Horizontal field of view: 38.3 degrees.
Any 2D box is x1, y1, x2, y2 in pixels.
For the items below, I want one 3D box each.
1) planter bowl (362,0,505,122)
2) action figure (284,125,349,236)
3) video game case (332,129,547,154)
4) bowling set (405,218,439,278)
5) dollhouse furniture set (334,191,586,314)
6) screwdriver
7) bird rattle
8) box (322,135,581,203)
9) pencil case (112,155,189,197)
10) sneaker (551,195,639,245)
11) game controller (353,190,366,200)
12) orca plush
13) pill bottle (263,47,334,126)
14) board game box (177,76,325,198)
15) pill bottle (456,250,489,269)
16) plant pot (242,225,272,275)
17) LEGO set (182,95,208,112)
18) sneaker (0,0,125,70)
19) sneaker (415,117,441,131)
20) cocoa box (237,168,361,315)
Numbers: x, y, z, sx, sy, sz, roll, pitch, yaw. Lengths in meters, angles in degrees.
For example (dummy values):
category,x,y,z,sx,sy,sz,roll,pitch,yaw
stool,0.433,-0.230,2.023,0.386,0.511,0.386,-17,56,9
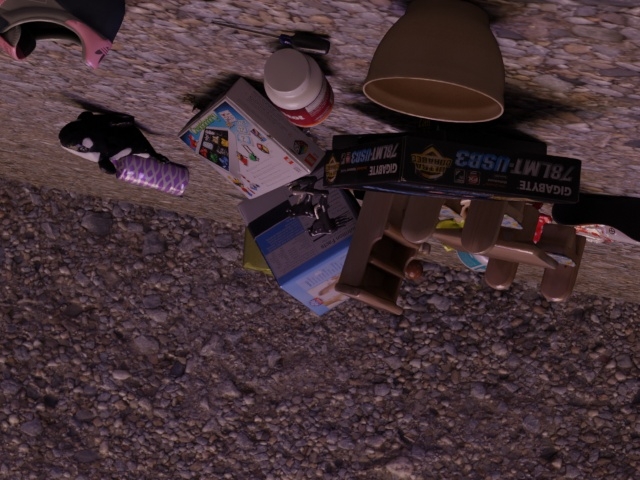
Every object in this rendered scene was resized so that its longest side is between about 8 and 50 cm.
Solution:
category,x,y,z,sx,sy,sz,roll,pitch,yaw
planter bowl,0.138,-0.210,1.055,0.162,0.109,0.162,11,174,1
action figure,-0.029,-0.149,1.808,0.164,0.141,0.276,43,160,48
video game case,0.202,-0.157,1.565,0.275,0.035,0.248,2,-178,-43
bowling set,0.211,-0.007,2.465,0.154,0.200,0.287,10,170,18
dollhouse furniture set,0.259,0.035,1.830,0.394,0.256,0.362,12,171,39
screwdriver,-0.068,-0.278,1.248,0.170,0.024,0.025,16,-156,13
bird rattle,0.382,-0.054,2.049,0.253,0.143,0.207,6,156,20
box,0.190,-0.102,1.409,0.295,0.073,0.293,5,179,-22
pencil case,-0.459,-0.185,2.525,0.206,0.086,0.088,16,-160,-31
sneaker,0.629,-0.035,1.919,0.270,0.090,0.145,11,176,31
game controller,0.154,-0.128,2.109,0.166,0.067,0.319,-4,173,4
orca plush,-0.433,-0.223,2.024,0.102,0.151,0.287,-29,149,28
pill bottle,-0.034,-0.224,1.345,0.086,0.086,0.152,10,173,13
board game box,-0.134,-0.174,1.661,0.193,0.053,0.305,42,160,-15
pill bottle,0.427,0.003,2.358,0.146,0.146,0.264,11,174,-3
plant pot,-0.096,-0.032,2.459,0.276,0.254,0.276,10,174,1
LEGO set,-0.222,-0.255,1.736,0.054,0.023,0.083,7,160,17
sneaker,-0.400,-0.294,1.128,0.319,0.131,0.112,10,174,6
sneaker,0.179,-0.191,1.532,0.035,0.031,0.083,12,174,-5
cocoa box,0.000,0.000,2.142,0.231,0.228,0.347,-31,159,5
